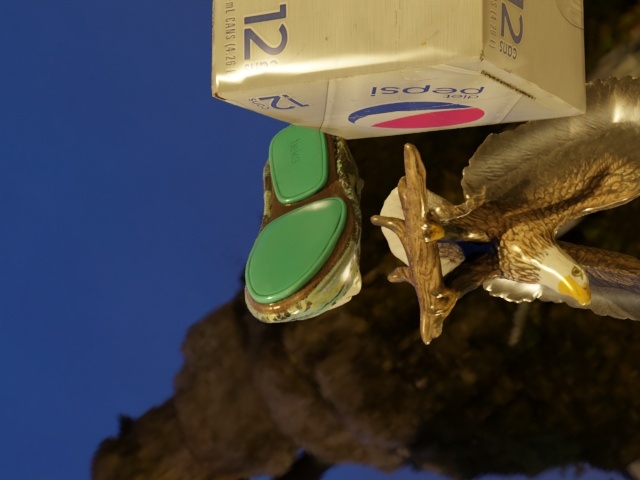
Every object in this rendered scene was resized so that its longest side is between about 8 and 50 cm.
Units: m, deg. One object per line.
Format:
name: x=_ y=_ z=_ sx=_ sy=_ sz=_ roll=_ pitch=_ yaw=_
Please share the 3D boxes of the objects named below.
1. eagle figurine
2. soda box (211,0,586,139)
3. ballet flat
eagle figurine: x=0.215 y=-0.006 z=1.242 sx=0.226 sy=0.298 sz=0.225 roll=110 pitch=140 yaw=-61
soda box: x=0.028 y=-0.183 z=0.450 sx=0.091 sy=0.098 sz=0.286 roll=11 pitch=-104 yaw=-59
ballet flat: x=0.000 y=0.000 z=0.730 sx=0.070 sy=0.070 sz=0.188 roll=44 pitch=-153 yaw=-22
